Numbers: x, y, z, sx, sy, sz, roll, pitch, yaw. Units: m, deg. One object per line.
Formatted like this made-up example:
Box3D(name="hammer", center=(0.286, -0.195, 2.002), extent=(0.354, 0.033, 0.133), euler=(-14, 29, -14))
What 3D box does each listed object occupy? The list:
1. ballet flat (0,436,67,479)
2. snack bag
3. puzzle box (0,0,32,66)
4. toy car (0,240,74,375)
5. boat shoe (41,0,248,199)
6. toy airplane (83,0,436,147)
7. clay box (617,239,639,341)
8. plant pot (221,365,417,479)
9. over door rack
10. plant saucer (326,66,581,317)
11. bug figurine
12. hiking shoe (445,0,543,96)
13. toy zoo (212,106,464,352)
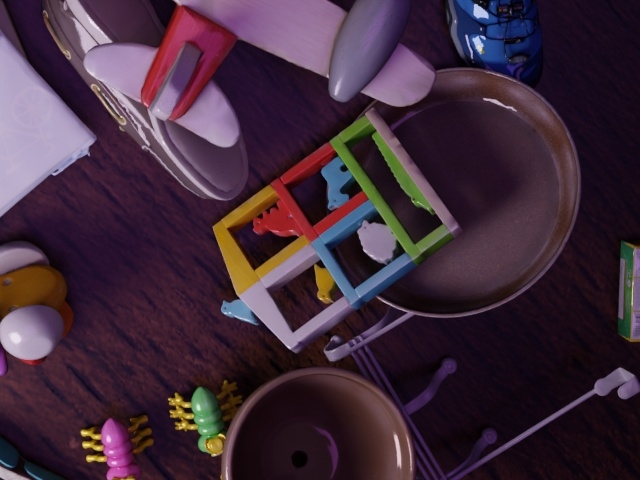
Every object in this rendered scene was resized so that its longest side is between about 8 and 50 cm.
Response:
Box3D(name="ballet flat", center=(-0.380, 0.287, 1.791), extent=(0.168, 0.057, 0.052), euler=(37, 102, -12))
Box3D(name="snack bag", center=(-0.481, -0.135, 1.650), extent=(0.323, 0.037, 0.342), euler=(-40, 104, 1))
Box3D(name="puzzle box", center=(-0.556, -0.211, 1.671), extent=(0.409, 0.052, 0.272), euler=(-21, 104, -3))
Box3D(name="toy car", center=(-0.381, 0.099, 1.728), extent=(0.182, 0.159, 0.136), euler=(-16, 138, -6))
Box3D(name="boat shoe", center=(-0.207, -0.178, 1.717), extent=(0.324, 0.097, 0.116), euler=(54, 49, -16))
Box3D(name="toy airplane", center=(-0.091, -0.295, 1.574), extent=(0.386, 0.272, 0.384), euler=(-16, 86, -21))
Box3D(name="clay box", center=(0.499, 0.061, 1.885), extent=(0.222, 0.053, 0.127), euler=(-1, 100, -10))
Box3D(name="plant pot", center=(-0.012, 0.269, 1.762), extent=(0.237, 0.110, 0.237), euler=(1, 85, -17))
Box3D(name="over door rack", center=(0.201, 0.150, 1.819), extent=(0.324, 0.108, 0.239), euler=(-29, 102, 9))
Box3D(name="plant saucer", center=(0.161, -0.055, 1.749), extent=(0.311, 0.050, 0.310), euler=(-6, 73, 18))
Box3D(name="bug figurine", center=(-0.178, 0.299, 1.814), extent=(0.279, 0.072, 0.216), euler=(-17, 101, -5))
Box3D(name="hiking shoe", center=(0.207, -0.313, 1.737), extent=(0.113, 0.132, 0.304), euler=(-15, 101, -6))
Box3D(name="toy zoo", center=(0.000, 0.000, 1.746), extent=(0.293, 0.030, 0.192), euler=(-36, 67, 6))
